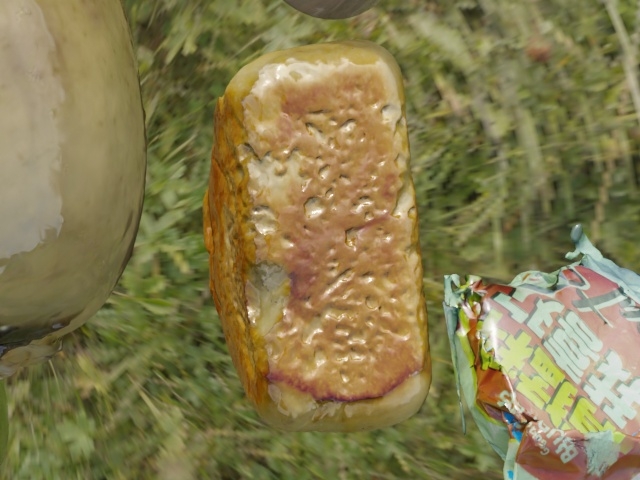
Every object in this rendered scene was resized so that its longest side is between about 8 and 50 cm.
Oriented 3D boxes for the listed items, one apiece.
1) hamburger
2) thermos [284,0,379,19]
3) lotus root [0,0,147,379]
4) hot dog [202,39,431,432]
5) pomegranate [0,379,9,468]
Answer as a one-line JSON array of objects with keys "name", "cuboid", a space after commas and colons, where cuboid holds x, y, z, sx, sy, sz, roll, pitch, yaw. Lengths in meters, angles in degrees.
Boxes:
[{"name": "hamburger", "cuboid": [0.237, 0.139, 1.797, 0.276, 0.150, 0.260, -19, 67, -34]}, {"name": "thermos", "cuboid": [0.018, -0.221, 1.184, 0.137, 0.193, 0.105, 24, 76, -13]}, {"name": "lotus root", "cuboid": [-0.168, -0.094, 0.524, 0.183, 0.183, 0.310, -26, 89, -9]}, {"name": "hot dog", "cuboid": [0.000, 0.000, 1.256, 0.150, 0.153, 0.256, -5, 88, -9]}, {"name": "pomegranate", "cuboid": [-0.347, 0.103, 1.438, 0.216, 0.310, 0.358, 13, 70, 23]}]
